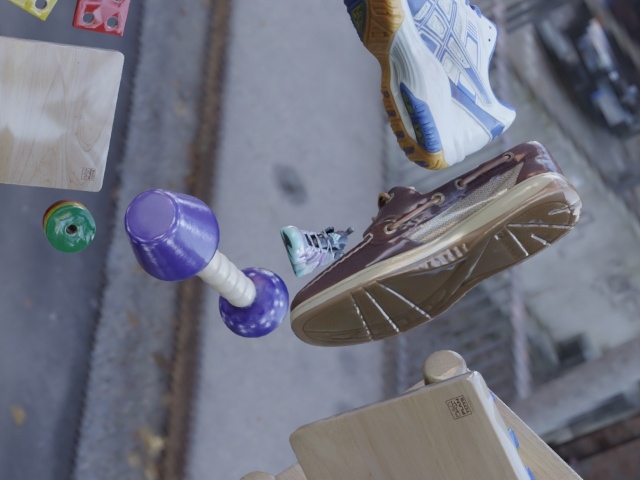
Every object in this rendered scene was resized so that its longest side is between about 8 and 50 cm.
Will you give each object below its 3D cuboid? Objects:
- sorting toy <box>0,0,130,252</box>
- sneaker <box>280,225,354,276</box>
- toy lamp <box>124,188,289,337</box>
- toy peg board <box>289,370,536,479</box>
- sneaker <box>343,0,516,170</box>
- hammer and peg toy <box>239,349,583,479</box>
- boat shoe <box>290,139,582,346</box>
[{"bbox_3d":[-0.255,-0.127,1.547,0.132,0.274,0.046,4,19,-22],"label":"sorting toy"},{"bbox_3d":[0.000,0.000,1.640,0.098,0.069,0.038,76,-7,-76],"label":"sneaker"},{"bbox_3d":[-0.101,0.022,1.513,0.274,0.080,0.080,49,26,-65],"label":"toy lamp"},{"bbox_3d":[0.089,0.173,1.199,0.079,0.161,0.161,-33,99,-55],"label":"toy peg board"},{"bbox_3d":[0.113,-0.228,1.785,0.112,0.131,0.296,28,-40,62],"label":"sneaker"},{"bbox_3d":[0.107,0.266,1.282,0.361,0.266,0.127,46,-21,39],"label":"hammer and peg toy"},{"bbox_3d":[0.112,-0.002,1.871,0.123,0.342,0.123,48,15,-52],"label":"boat shoe"}]
